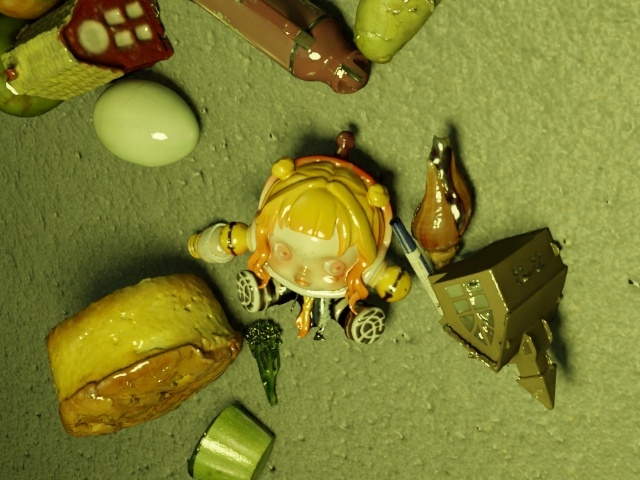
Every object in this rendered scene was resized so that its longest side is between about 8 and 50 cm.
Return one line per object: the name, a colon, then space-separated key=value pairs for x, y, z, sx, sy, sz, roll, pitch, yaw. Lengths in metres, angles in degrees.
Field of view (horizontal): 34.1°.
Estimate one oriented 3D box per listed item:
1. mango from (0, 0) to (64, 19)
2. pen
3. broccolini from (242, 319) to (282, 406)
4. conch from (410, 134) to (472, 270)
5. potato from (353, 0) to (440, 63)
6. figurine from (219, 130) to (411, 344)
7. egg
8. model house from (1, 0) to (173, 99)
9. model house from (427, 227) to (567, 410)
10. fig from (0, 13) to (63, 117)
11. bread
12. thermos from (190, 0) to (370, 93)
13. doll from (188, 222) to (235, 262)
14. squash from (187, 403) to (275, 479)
mango: x=-0.548 y=-0.551 z=1.871 sx=0.211 sy=0.173 sz=0.317 roll=-31 pitch=76 yaw=42
pen: x=0.157 y=0.041 z=1.622 sx=0.025 sy=0.025 sz=0.204 roll=0 pitch=134 yaw=40
broccolini: x=-0.098 y=0.233 z=1.991 sx=0.074 sy=0.058 sz=0.201 roll=34 pitch=147 yaw=41
conch: x=0.185 y=-0.042 z=1.562 sx=0.080 sy=0.086 sz=0.232 roll=-103 pitch=19 yaw=-45
potato: x=0.107 y=-0.332 z=1.488 sx=0.105 sy=0.085 sz=0.188 roll=28 pitch=134 yaw=-1
figurine: x=0.001 y=-0.001 z=1.671 sx=0.320 sy=0.196 sz=0.323 roll=16 pitch=130 yaw=7
egg: x=-0.308 y=-0.207 z=1.858 sx=0.209 sy=0.151 sz=0.151 roll=19 pitch=123 yaw=22
model house: x=-0.416 y=-0.336 z=1.811 sx=0.196 sy=0.254 sz=0.160 roll=-12 pitch=107 yaw=44
model house: x=0.272 y=0.139 z=1.518 sx=0.176 sy=0.181 sz=0.248 roll=-18 pitch=98 yaw=45
fig: x=-0.571 y=-0.338 z=1.990 sx=0.225 sy=0.203 sz=0.203 roll=21 pitch=126 yaw=56
bread: x=-0.329 y=0.217 z=1.940 sx=0.398 sy=0.398 sz=0.215 roll=-40 pitch=72 yaw=45
thermos: x=-0.059 y=-0.339 z=1.595 sx=0.330 sy=0.109 sz=0.136 roll=38 pitch=157 yaw=19
doll: x=-0.182 y=0.012 z=1.927 sx=0.127 sy=0.073 sz=0.084 roll=-5 pitch=141 yaw=46
squash: x=-0.170 y=0.417 z=2.063 sx=0.123 sy=0.170 sz=0.170 roll=26 pitch=128 yaw=10
